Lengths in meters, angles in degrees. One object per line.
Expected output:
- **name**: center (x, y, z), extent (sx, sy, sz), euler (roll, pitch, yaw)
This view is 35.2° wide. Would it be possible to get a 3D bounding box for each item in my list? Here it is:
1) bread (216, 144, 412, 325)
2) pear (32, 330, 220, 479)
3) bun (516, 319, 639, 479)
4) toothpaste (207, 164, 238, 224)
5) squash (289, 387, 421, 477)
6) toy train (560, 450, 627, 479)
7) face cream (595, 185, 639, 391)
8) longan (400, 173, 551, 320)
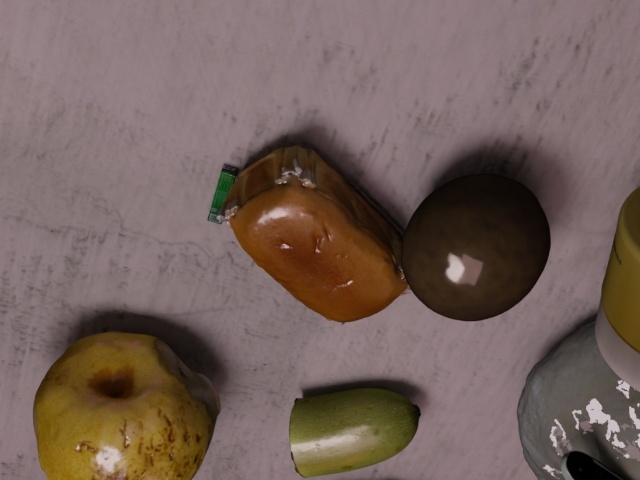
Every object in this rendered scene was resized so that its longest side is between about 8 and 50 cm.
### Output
- **bread**: center (0.000, 0.000, 1.219), extent (0.136, 0.107, 0.241), euler (-29, 127, 26)
- **pear**: center (-0.276, 0.263, 1.394), extent (0.271, 0.271, 0.271), euler (3, 132, 4)
- **bun**: center (0.436, 0.245, 1.332), extent (0.354, 0.194, 0.354), euler (3, 133, 3)
- **toothpaste**: center (-0.121, -0.056, 1.249), extent (0.020, 0.017, 0.083), euler (16, 131, -6)
- **squash**: center (0.054, 0.272, 1.456), extent (0.187, 0.123, 0.123), euler (-12, 129, 10)
- **toy train**: center (0.375, 0.331, 1.257), extent (0.234, 0.052, 0.051), euler (33, 141, -18)
- **face cream**: center (0.435, 0.054, 1.146), extent (0.218, 0.218, 0.179), euler (2, 131, 5)
- **longan**: center (0.189, 0.008, 1.181), extent (0.204, 0.159, 0.185), euler (-14, 140, -35)
